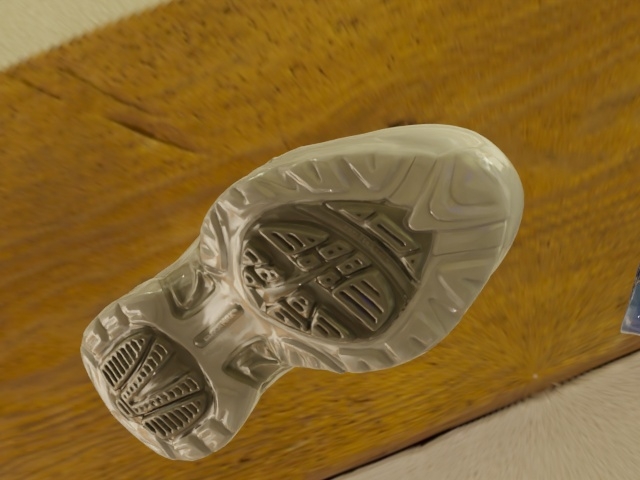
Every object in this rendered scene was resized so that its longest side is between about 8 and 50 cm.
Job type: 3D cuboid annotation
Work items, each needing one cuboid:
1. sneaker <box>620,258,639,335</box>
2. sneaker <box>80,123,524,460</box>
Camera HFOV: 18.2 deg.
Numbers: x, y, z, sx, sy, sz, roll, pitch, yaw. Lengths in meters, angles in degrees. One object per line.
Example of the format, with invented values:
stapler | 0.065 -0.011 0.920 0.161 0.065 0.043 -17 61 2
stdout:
sneaker | 0.186 -0.032 0.768 0.090 0.232 0.081 18 -129 6
sneaker | 0.000 0.000 0.779 0.232 0.115 0.090 -28 -76 46
